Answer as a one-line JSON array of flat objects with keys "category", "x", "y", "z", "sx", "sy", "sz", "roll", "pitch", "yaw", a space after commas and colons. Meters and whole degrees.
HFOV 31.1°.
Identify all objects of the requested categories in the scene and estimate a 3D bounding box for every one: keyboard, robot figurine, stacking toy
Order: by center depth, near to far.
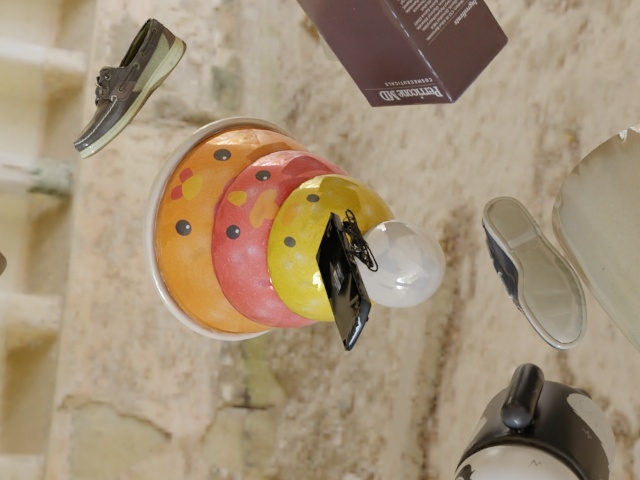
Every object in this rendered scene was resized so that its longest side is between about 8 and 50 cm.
[{"category": "keyboard", "x": 0.039, "y": 0.039, "z": 1.348, "sx": 0.192, "sy": 0.038, "sz": 0.100, "roll": -109, "pitch": 33, "yaw": -53}, {"category": "robot figurine", "x": 0.250, "y": 0.274, "z": 1.358, "sx": 0.173, "sy": 0.209, "sz": 0.278, "roll": -42, "pitch": 2, "yaw": 32}, {"category": "stacking toy", "x": 0.000, "y": 0.000, "z": 1.644, "sx": 0.479, "sy": 0.350, "sz": 0.351, "roll": 8, "pitch": 91, "yaw": 50}]

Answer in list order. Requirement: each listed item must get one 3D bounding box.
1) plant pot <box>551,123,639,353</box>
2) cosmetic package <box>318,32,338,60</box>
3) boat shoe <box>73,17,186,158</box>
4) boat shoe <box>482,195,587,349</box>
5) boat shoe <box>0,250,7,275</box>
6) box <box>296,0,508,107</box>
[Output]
[{"category": "plant pot", "x": 0.421, "y": 0.043, "z": 1.274, "sx": 0.274, "sy": 0.256, "sz": 0.257, "roll": -102, "pitch": 23, "yaw": -44}, {"category": "cosmetic package", "x": 0.071, "y": -0.525, "z": 1.781, "sx": 0.230, "sy": 0.161, "sz": 0.453, "roll": -54, "pitch": -41, "yaw": -37}, {"category": "boat shoe", "x": -0.184, "y": -0.141, "z": 1.053, "sx": 0.056, "sy": 0.049, "sz": 0.152, "roll": -12, "pitch": 40, "yaw": 54}, {"category": "boat shoe", "x": 0.248, "y": 0.044, "z": 1.341, "sx": 0.065, "sy": 0.075, "sz": 0.206, "roll": 87, "pitch": 161, "yaw": -59}, {"category": "boat shoe", "x": -0.591, "y": -0.001, "z": 1.681, "sx": 0.121, "sy": 0.110, "sz": 0.341, "roll": -46, "pitch": -24, "yaw": 4}, {"category": "box", "x": 0.056, "y": -0.358, "z": 1.492, "sx": 0.143, "sy": 0.381, "sz": 0.191, "roll": -50, "pitch": 27, "yaw": -20}]
